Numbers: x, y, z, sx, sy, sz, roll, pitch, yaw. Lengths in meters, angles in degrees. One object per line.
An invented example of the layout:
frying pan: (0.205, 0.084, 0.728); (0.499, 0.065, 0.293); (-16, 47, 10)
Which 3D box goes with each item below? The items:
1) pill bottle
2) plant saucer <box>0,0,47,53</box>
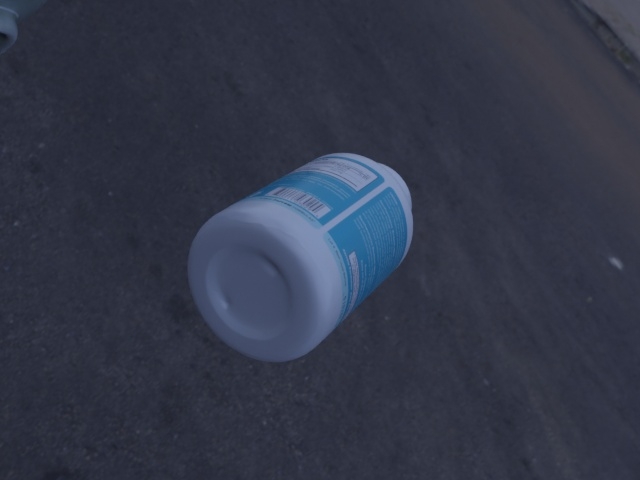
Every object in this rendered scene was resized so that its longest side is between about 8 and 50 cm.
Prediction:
pill bottle: (0.000, 0.000, 0.775); (0.146, 0.146, 0.264); (50, 35, 3)
plant saucer: (-0.377, -0.189, 0.660); (0.400, 0.401, 0.100); (-33, 108, -58)
